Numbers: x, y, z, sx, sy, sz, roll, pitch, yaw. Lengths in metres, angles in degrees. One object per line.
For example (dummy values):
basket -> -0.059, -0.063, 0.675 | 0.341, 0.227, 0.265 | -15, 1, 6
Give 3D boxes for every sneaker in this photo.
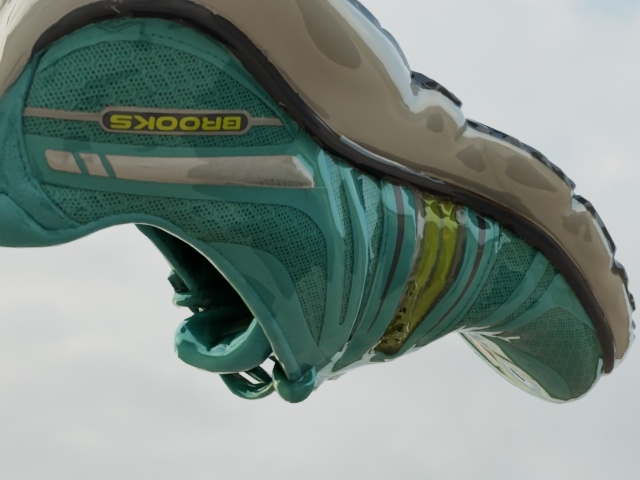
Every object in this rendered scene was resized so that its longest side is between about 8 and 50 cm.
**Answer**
sneaker -> 0.000, 0.000, 0.443 | 0.107, 0.110, 0.275 | 21, -7, 47
